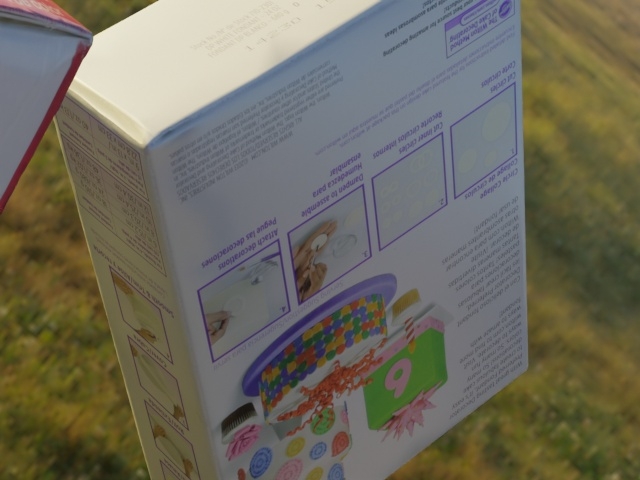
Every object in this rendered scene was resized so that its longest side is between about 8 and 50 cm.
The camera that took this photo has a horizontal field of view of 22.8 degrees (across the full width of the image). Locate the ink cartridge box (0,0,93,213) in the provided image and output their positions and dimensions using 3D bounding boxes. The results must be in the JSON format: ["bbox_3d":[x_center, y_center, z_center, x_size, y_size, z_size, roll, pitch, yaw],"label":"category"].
[{"bbox_3d":[-0.266,-0.069,0.585,0.306,0.226,0.131,40,19,23],"label":"ink cartridge box"}]

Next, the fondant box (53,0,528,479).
[{"bbox_3d":[0.000,0.000,0.873,0.096,0.238,0.330,34,-34,38],"label":"fondant box"}]
